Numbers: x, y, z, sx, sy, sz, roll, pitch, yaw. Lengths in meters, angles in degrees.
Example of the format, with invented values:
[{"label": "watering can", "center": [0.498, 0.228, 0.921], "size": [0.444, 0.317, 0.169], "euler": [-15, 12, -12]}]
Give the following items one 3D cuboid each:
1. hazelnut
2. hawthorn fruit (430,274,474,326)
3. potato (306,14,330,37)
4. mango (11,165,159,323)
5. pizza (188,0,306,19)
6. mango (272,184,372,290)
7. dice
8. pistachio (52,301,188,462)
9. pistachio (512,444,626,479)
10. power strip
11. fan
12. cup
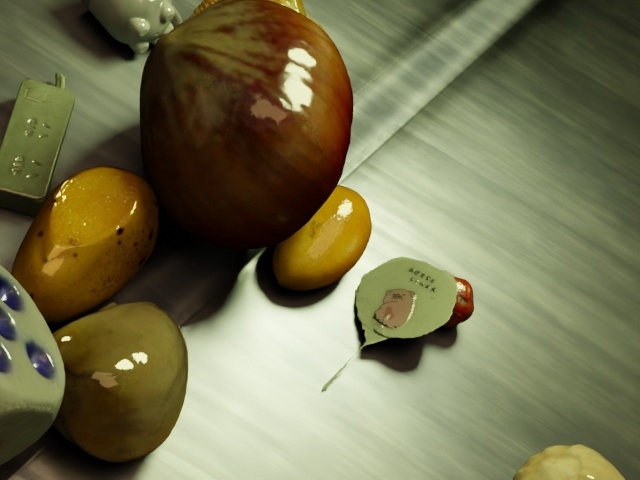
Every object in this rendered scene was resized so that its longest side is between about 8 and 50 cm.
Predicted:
[{"label": "hazelnut", "center": [-0.117, -0.194, 1.713], "size": [0.359, 0.359, 0.409], "euler": [11, 56, -16]}, {"label": "hawthorn fruit", "center": [0.224, 0.101, 1.850], "size": [0.093, 0.093, 0.093], "euler": [11, 54, -16]}, {"label": "potato", "center": [-0.047, -0.376, 2.037], "size": [0.178, 0.109, 0.118], "euler": [39, 26, 8]}, {"label": "mango", "center": [-0.353, 0.017, 1.593], "size": [0.160, 0.191, 0.290], "euler": [30, 47, 7]}, {"label": "pizza", "center": [-0.100, -0.359, 1.951], "size": [0.268, 0.258, 0.087], "euler": [44, 8, 7]}, {"label": "mango", "center": [0.000, 0.000, 1.814], "size": [0.145, 0.112, 0.219], "euler": [36, 63, 2]}, {"label": "dice", "center": [-0.499, 0.166, 1.346], "size": [0.259, 0.243, 0.251], "euler": [-32, 70, 7]}, {"label": "pistachio", "center": [-0.276, 0.194, 1.537], "size": [0.260, 0.163, 0.213], "euler": [-34, 96, -50]}, {"label": "pistachio", "center": [0.406, 0.464, 1.630], "size": [0.193, 0.214, 0.318], "euler": [-25, 75, 12]}, {"label": "power strip", "center": [-0.465, -0.174, 1.762], "size": [0.093, 0.053, 0.288], "euler": [15, 54, -13]}, {"label": "fan", "center": [0.099, 0.139, 1.782], "size": [0.182, 0.010, 0.310], "euler": [25, 57, 32]}, {"label": "cup", "center": [-0.333, -0.416, 1.952], "size": [0.134, 0.173, 0.142], "euler": [-39, 79, -5]}]
